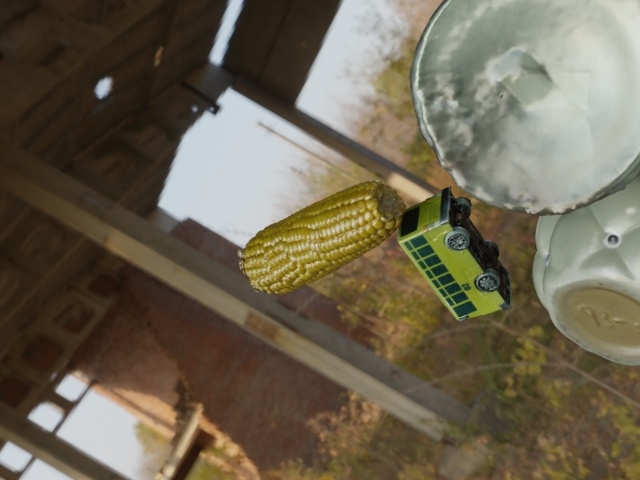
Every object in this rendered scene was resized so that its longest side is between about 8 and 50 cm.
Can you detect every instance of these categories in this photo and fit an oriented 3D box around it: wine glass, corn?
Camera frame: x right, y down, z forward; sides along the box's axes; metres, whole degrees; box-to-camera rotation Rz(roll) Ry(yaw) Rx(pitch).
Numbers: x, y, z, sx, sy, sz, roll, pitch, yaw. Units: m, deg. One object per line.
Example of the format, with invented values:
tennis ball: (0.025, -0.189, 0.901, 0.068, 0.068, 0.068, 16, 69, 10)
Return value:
wine glass: (0.228, -0.171, 0.885, 0.267, 0.267, 0.406, -61, -10, 23)
corn: (0.000, 0.000, 1.267, 0.305, 0.106, 0.106, -25, 26, 46)

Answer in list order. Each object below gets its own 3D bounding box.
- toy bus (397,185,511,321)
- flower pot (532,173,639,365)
toy bus: (0.185, 0.024, 1.248, 0.101, 0.175, 0.088, -25, 29, 25)
flower pot: (0.363, 0.023, 1.039, 0.195, 0.246, 0.246, -54, -5, -32)
